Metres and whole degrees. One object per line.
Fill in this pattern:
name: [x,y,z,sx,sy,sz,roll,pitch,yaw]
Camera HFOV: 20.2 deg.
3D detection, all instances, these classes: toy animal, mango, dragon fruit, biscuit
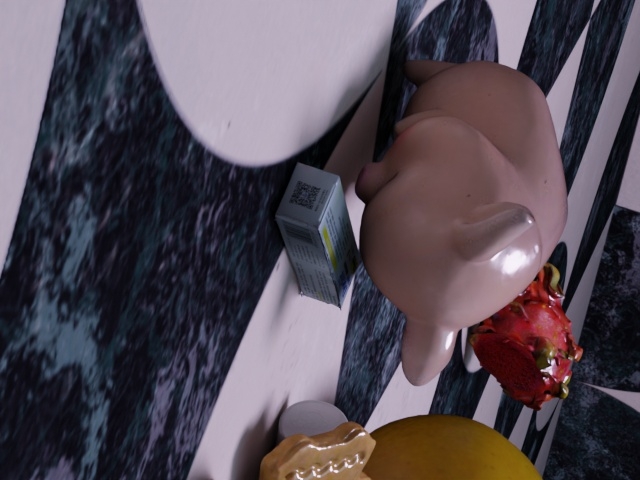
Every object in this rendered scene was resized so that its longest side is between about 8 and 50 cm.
toy animal: [0.107,-0.031,1.336,0.250,0.154,0.166,-68,164,-49]
mango: [0.076,0.320,1.600,0.446,0.232,0.300,106,3,-68]
dragon fruit: [0.258,0.109,2.265,0.133,0.150,0.208,-26,-122,47]
biscuit: [-0.021,0.213,1.357,0.133,0.027,0.184,3,123,-49]

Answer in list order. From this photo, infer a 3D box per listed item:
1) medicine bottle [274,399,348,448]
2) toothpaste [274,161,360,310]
medicine bottle: [-0.009,0.174,1.403,0.057,0.057,0.089,-58,162,-46]
toothpaste: [0.000,0.000,1.251,0.164,0.034,0.046,73,38,-68]
